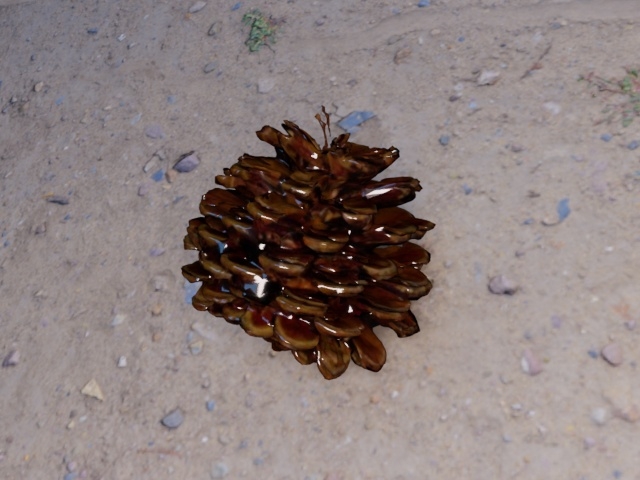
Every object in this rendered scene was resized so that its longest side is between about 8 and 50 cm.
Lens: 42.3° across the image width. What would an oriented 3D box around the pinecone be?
[{"bbox_3d":[0.000,0.000,0.695,0.221,0.221,0.221,-14,50,18],"label":"pinecone"}]
